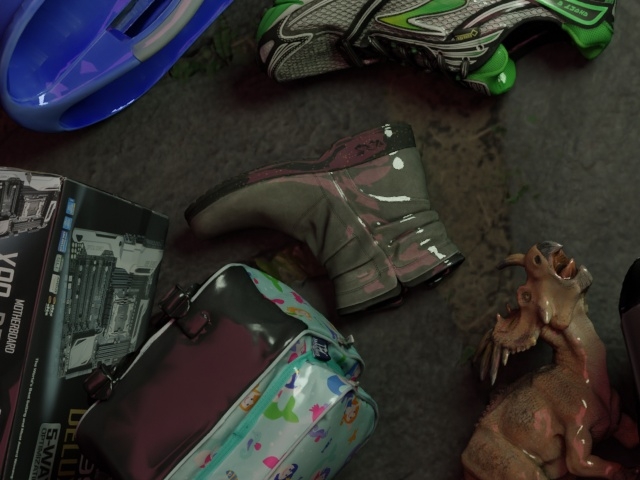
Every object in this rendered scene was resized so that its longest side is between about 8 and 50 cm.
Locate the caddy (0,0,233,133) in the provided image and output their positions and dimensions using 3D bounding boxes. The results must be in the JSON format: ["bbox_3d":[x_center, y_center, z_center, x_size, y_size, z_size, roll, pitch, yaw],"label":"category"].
[{"bbox_3d":[-0.187,-0.253,1.377,0.341,0.241,0.179,-46,69,7],"label":"caddy"}]

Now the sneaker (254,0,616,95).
[{"bbox_3d":[0.102,-0.199,1.338,0.343,0.134,0.146,-12,80,14],"label":"sneaker"}]

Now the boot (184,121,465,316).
[{"bbox_3d":[0.000,0.000,1.374,0.246,0.083,0.161,-19,84,15],"label":"boot"}]

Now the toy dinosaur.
[{"bbox_3d":[0.183,0.162,1.275,0.200,0.127,0.296,36,98,17],"label":"toy dinosaur"}]

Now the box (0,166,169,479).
[{"bbox_3d":[-0.243,0.104,1.344,0.076,0.242,0.308,9,85,17],"label":"box"}]

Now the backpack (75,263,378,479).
[{"bbox_3d":[-0.066,0.149,1.282,0.191,0.253,0.225,42,92,13],"label":"backpack"}]

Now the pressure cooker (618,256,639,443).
[{"bbox_3d":[0.429,0.178,1.063,0.369,0.375,0.421,-14,77,8],"label":"pressure cooker"}]
